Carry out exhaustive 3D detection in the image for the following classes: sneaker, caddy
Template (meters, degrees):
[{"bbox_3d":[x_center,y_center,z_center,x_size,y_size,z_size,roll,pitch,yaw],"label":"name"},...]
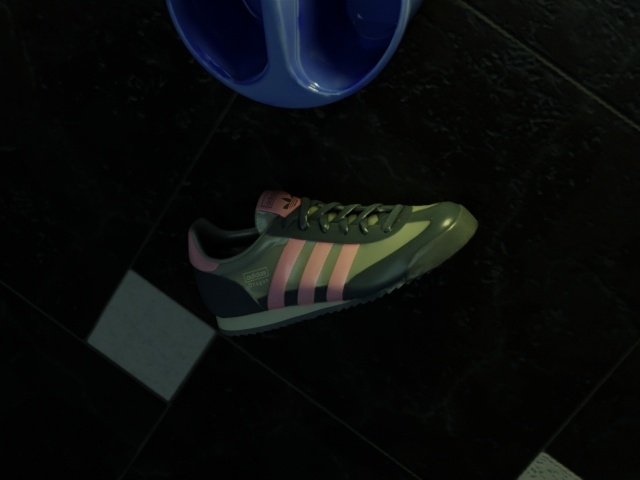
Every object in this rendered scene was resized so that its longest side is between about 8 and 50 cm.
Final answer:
[{"bbox_3d":[0.000,0.000,1.576,0.319,0.112,0.131,-19,108,25],"label":"sneaker"},{"bbox_3d":[-0.024,-0.295,1.414,0.241,0.179,0.341,6,115,17],"label":"caddy"}]
